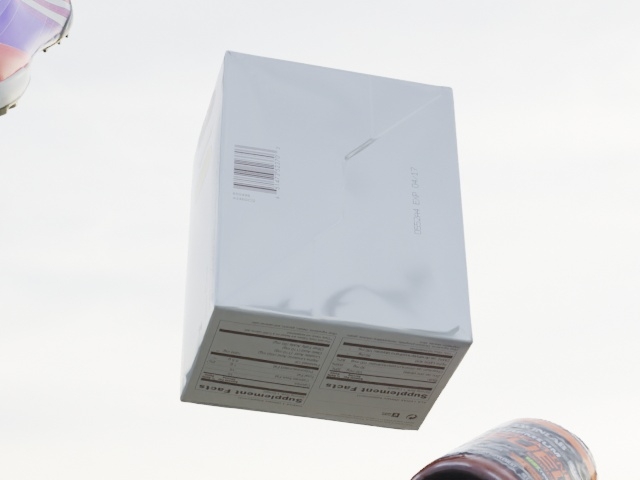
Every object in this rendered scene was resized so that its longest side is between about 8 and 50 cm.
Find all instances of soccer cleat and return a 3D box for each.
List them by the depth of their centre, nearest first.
[{"bbox_3d":[-0.313,-0.227,1.477,0.109,0.318,0.116,-4,-61,6],"label":"soccer cleat"}]

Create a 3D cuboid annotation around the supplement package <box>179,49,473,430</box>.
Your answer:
[{"bbox_3d":[0.000,0.000,1.254,0.204,0.261,0.145,8,-38,-11],"label":"supplement package"}]

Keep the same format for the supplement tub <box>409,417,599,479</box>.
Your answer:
[{"bbox_3d":[0.137,0.186,1.097,0.106,0.106,0.198,-5,3,27],"label":"supplement tub"}]
